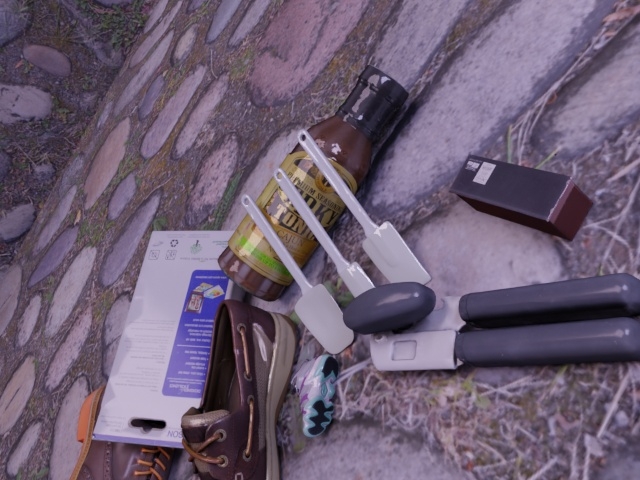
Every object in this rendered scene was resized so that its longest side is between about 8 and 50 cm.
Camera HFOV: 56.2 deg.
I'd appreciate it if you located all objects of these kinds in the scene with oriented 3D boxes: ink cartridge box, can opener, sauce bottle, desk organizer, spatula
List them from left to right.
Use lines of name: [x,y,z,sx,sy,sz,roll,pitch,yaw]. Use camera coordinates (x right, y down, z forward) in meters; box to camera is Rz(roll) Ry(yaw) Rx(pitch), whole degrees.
ink cartridge box: [-0.210,0.141,0.895,0.165,0.065,0.333,1,60,15]
sauce bottle: [-0.009,-0.079,0.824,0.344,0.111,0.111,-56,36,8]
spatula: [0.000,0.000,0.733,0.168,0.019,0.242,-44,75,27]
can opener: [0.140,0.075,0.552,0.283,0.095,0.076,-15,56,45]
desk organizer: [0.198,-0.045,0.602,0.130,0.050,0.047,28,89,54]

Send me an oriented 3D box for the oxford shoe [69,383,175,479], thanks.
oxford shoe: [-0.274,0.331,0.854,0.132,0.130,0.364,-39,42,14]

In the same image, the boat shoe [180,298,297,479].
boat shoe: [-0.121,0.236,0.730,0.123,0.123,0.342,-15,55,45]

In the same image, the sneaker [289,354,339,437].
sneaker: [-0.016,0.187,0.716,0.069,0.038,0.098,-19,43,45]
